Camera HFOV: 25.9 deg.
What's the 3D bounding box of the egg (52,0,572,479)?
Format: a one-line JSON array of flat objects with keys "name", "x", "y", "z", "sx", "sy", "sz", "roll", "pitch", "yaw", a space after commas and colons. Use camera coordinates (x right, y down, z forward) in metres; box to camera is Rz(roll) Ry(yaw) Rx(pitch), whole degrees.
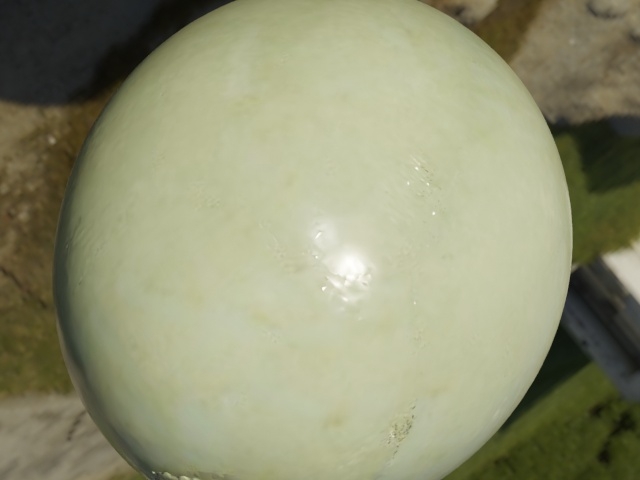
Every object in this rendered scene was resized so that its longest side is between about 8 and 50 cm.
[{"name": "egg", "x": 0.000, "y": 0.000, "z": 0.521, "sx": 0.186, "sy": 0.186, "sz": 0.253, "roll": -46, "pitch": -171, "yaw": 33}]
